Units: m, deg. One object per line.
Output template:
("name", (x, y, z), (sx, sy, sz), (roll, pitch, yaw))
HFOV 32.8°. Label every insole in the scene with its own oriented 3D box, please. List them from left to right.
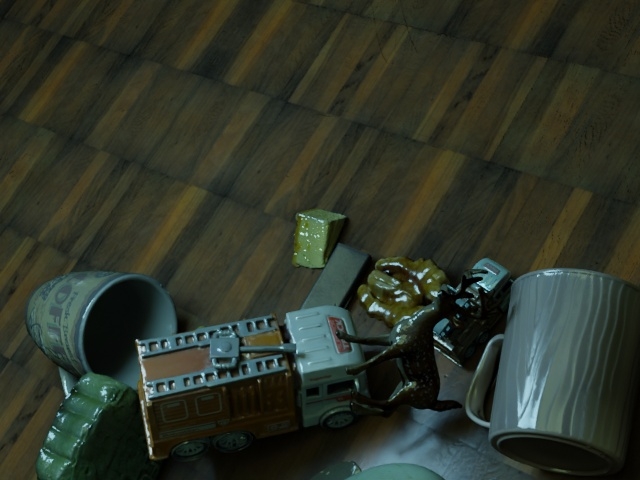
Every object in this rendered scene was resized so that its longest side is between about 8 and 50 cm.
("insole", (-0.035, 0.453, 1.812), (0.247, 0.011, 0.081), (-34, 50, 2))

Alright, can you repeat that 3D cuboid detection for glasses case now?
("glasses case", (0.020, 0.098, 1.990), (0.072, 0.042, 0.191), (22, 72, 28))

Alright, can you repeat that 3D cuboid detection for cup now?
("cup", (-0.438, 0.198, 2.081), (0.257, 0.227, 0.301), (8, 93, 44))
("cup", (0.347, 0.197, 1.660), (0.288, 0.208, 0.273), (3, 63, 26))

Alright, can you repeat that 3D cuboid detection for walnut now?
("walnut", (0.153, 0.096, 1.908), (0.170, 0.069, 0.143), (26, 72, 40))

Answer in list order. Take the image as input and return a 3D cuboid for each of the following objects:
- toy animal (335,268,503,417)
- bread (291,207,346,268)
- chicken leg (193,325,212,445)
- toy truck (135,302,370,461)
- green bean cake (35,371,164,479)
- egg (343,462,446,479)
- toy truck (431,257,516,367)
("toy animal", (0.159, 0.165, 1.717), (0.259, 0.244, 0.087), (-13, 33, -4))
("bread", (0.000, 0.000, 2.078), (0.084, 0.080, 0.109), (11, 101, 31))
("chicken leg", (-0.194, 0.267, 1.963), (0.088, 0.103, 0.228), (145, 123, -61))
("toy truck", (-0.111, 0.224, 1.810), (0.387, 0.207, 0.173), (-11, 53, -9))
("green bean cake", (-0.377, 0.366, 1.900), (0.124, 0.227, 0.223), (13, 67, 34))
("egg", (0.055, 0.485, 1.610), (0.371, 0.230, 0.230), (-43, 51, 3))
("toy truck", (0.251, 0.108, 1.822), (0.178, 0.115, 0.080), (-48, 52, -10))
